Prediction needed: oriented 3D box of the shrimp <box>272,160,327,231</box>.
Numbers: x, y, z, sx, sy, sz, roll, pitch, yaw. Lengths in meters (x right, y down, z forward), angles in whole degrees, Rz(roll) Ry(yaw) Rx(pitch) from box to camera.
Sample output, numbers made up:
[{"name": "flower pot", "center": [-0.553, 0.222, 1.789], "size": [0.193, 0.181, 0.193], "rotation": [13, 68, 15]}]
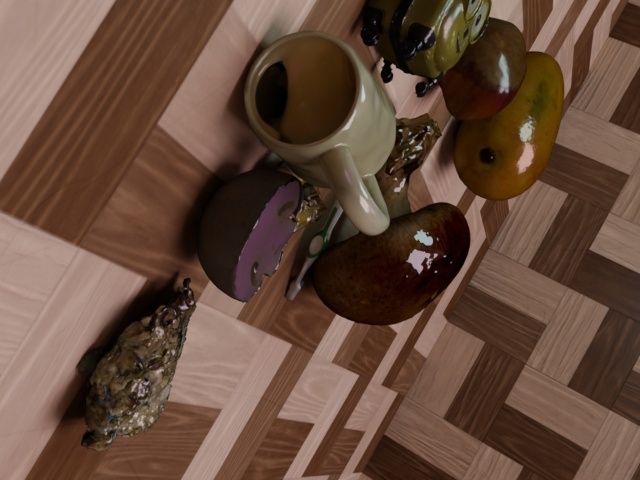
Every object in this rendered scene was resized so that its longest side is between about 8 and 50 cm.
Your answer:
[{"name": "shrimp", "center": [-0.040, -0.067, 1.287], "size": [0.267, 0.061, 0.145], "rotation": [10, 100, -67]}]

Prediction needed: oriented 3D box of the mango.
[{"name": "mango", "center": [0.487, -0.297, 2.005], "size": [0.445, 0.232, 0.300], "rotation": [-56, 156, -31]}]

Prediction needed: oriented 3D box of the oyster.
[{"name": "oyster", "center": [-0.242, 0.173, 1.079], "size": [0.259, 0.092, 0.198], "rotation": [-43, 157, -47]}]

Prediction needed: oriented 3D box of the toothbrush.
[{"name": "toothbrush", "center": [-0.001, 0.001, 1.439], "size": [0.030, 0.030, 0.304], "rotation": [-35, 159, -50]}]

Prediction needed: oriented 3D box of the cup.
[{"name": "cup", "center": [0.034, -0.144, 1.079], "size": [0.173, 0.255, 0.202], "rotation": [-49, 159, 3]}]

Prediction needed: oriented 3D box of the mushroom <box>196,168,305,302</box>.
[{"name": "mushroom", "center": [-0.105, -0.020, 1.106], "size": [0.188, 0.117, 0.141], "rotation": [-59, 171, -2]}]

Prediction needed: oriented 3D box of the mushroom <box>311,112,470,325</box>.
[{"name": "mushroom", "center": [0.114, -0.012, 1.538], "size": [0.334, 0.356, 0.331], "rotation": [-25, -162, 40]}]

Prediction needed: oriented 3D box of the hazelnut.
[{"name": "hazelnut", "center": [0.313, -0.350, 1.612], "size": [0.186, 0.210, 0.210], "rotation": [38, 80, -45]}]

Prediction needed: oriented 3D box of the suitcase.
[{"name": "suitcase", "center": [0.182, -0.371, 1.295], "size": [0.234, 0.143, 0.194], "rotation": [-61, 159, -4]}]
